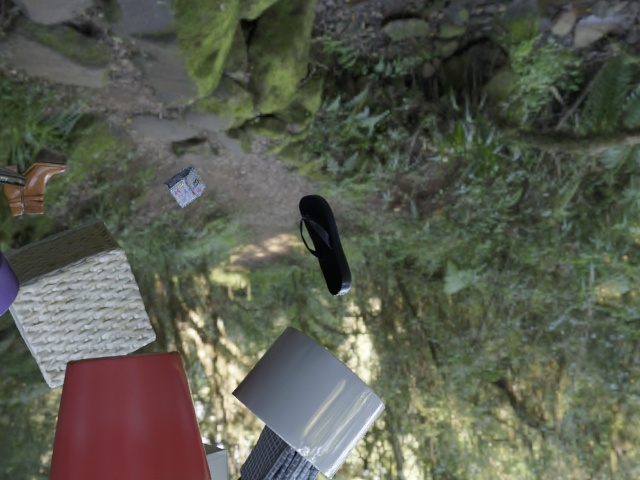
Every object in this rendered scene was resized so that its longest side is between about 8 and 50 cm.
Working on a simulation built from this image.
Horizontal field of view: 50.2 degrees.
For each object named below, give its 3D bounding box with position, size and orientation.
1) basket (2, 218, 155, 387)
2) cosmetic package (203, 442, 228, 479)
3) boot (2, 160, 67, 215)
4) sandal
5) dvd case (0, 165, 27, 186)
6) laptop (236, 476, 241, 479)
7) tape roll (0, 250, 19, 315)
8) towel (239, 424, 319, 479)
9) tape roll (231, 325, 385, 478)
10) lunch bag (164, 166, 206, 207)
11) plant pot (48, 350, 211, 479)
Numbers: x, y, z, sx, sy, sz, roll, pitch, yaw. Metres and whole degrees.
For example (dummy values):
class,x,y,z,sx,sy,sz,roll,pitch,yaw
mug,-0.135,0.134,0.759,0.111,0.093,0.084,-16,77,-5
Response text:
class,x,y,z,sx,sy,sz,roll,pitch,yaw
basket,-0.672,0.166,1.867,0.331,0.329,0.266,-23,-154,-22
cosmetic package,-0.398,0.581,1.765,0.309,0.113,0.160,-1,-179,39
boot,-0.834,-0.155,2.021,0.197,0.153,0.073,-7,-173,5
sandal,0.000,0.000,1.475,0.054,0.255,0.097,-3,143,-28
dvd case,-0.813,-0.178,1.548,0.179,0.030,0.238,24,-176,13
laptop,-0.208,0.981,2.087,0.382,0.236,0.408,37,-144,13
tape roll,-0.715,0.096,1.373,0.188,0.189,0.080,-2,130,10
towel,-0.117,0.609,1.870,0.121,0.284,0.235,32,-176,-20
tape roll,-0.022,0.301,1.286,0.246,0.169,0.246,39,166,11
lunch bag,-0.338,-0.137,1.719,0.053,0.083,0.071,41,164,46
plant pot,-0.333,0.322,1.184,0.274,0.243,0.275,-6,170,-1
